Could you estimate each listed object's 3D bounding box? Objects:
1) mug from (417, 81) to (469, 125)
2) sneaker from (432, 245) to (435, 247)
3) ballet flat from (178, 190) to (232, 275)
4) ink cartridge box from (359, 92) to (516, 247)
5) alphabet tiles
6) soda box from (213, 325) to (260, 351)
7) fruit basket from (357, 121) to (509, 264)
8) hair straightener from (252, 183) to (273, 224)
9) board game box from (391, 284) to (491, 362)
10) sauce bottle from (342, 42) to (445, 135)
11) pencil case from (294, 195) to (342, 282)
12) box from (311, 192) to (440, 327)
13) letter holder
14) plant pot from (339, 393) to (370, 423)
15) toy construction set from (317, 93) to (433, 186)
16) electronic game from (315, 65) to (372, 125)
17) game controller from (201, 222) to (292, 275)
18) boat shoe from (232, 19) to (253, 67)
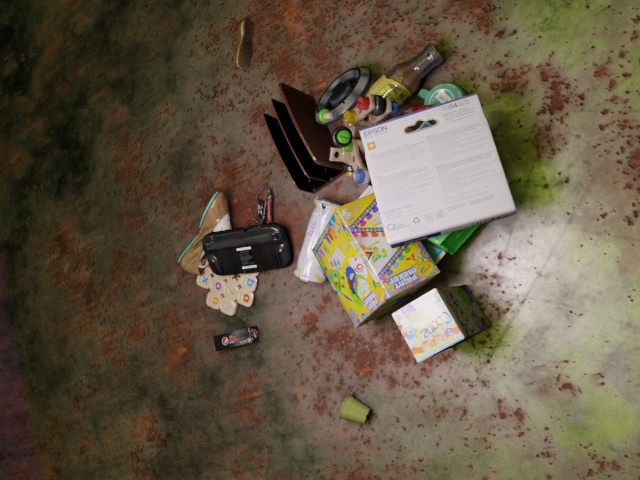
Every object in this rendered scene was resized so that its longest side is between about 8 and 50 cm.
[{"bbox_3d":[0.353,-0.389,1.618,0.158,0.097,0.129,-1,88,30],"label":"mug"},{"bbox_3d":[0.308,0.057,1.650,0.054,0.061,0.152,43,107,26],"label":"sneaker"},{"bbox_3d":[-0.392,-0.011,2.015,0.124,0.116,0.342,35,107,8],"label":"ballet flat"},{"bbox_3d":[0.294,-0.178,1.445,0.324,0.071,0.330,-15,73,11],"label":"ink cartridge box"},{"bbox_3d":[-0.336,0.120,2.039,0.278,0.021,0.284,17,96,32],"label":"alphabet tiles"},{"bbox_3d":[-0.300,0.350,1.992,0.169,0.053,0.060,-18,78,28],"label":"soda box"},{"bbox_3d":[0.302,-0.142,1.597,0.327,0.165,0.353,-49,58,11],"label":"fruit basket"},{"bbox_3d":[-0.208,-0.082,1.956,0.089,0.047,0.230,0,94,30],"label":"hair straightener"},{"bbox_3d":[0.332,0.216,1.505,0.144,0.275,0.142,-35,72,24],"label":"board game box"},{"bbox_3d":[0.217,-0.455,1.691,0.344,0.111,0.111,-39,70,24],"label":"sauce bottle"},{"bbox_3d":[0.000,0.000,1.792,0.114,0.124,0.273,16,99,2],"label":"pencil case"},{"bbox_3d":[0.142,0.058,1.590,0.279,0.177,0.290,61,155,15],"label":"box"},{"bbox_3d":[-0.076,-0.326,1.795,0.152,0.214,0.301,-32,73,25],"label":"letter holder"},{"bbox_3d":[0.112,0.532,1.741,0.079,0.083,0.083,19,98,16],"label":"plant pot"},{"bbox_3d":[0.151,-0.309,1.635,0.309,0.237,0.257,-26,107,-12],"label":"toy construction set"},{"bbox_3d":[0.070,-0.454,1.752,0.229,0.048,0.229,-34,33,27],"label":"electronic game"},{"bbox_3d":[-0.254,0.035,1.922,0.319,0.067,0.166,-8,118,19],"label":"game controller"},{"bbox_3d":[-0.288,-0.708,2.023,0.060,0.064,0.178,3,83,35],"label":"boat shoe"}]
